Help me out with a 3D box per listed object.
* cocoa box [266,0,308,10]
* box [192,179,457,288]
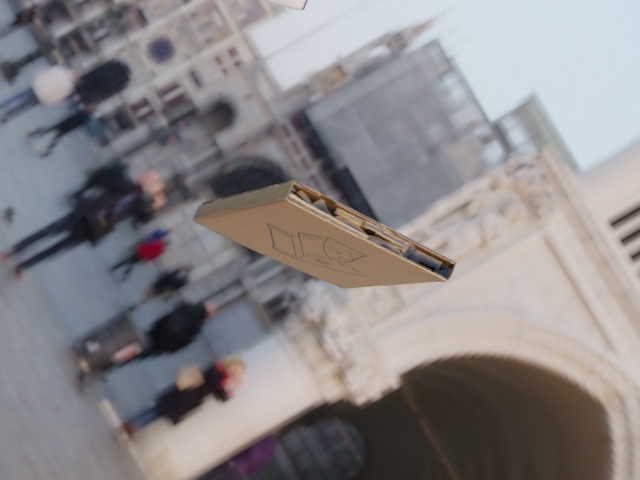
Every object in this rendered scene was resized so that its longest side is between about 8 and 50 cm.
[{"bbox_3d":[-0.160,-0.397,1.490,0.347,0.228,0.231,12,21,-30],"label":"cocoa box"},{"bbox_3d":[0.000,0.000,1.347,0.164,0.021,0.201,26,-15,-22],"label":"box"}]
